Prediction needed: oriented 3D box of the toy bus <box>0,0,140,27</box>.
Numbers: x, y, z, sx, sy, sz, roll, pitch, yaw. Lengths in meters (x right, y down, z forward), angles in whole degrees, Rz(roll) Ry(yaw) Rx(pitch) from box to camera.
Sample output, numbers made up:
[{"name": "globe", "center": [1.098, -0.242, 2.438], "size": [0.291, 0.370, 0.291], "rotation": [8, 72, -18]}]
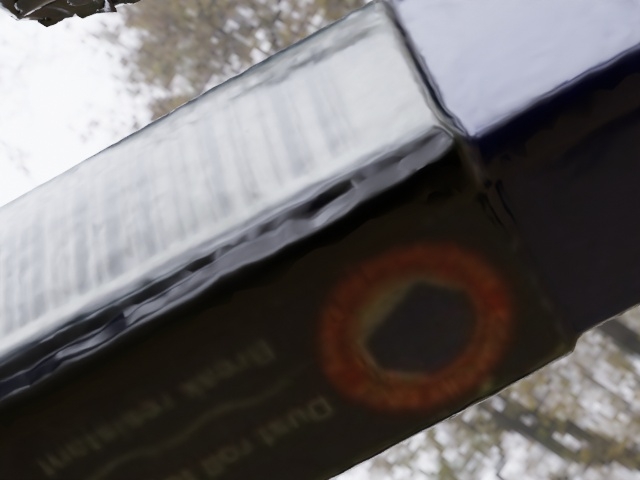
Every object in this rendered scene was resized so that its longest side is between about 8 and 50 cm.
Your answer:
[{"name": "toy bus", "center": [-0.140, -0.282, 0.950], "size": [0.138, 0.112, 0.317], "rotation": [49, -140, -54]}]

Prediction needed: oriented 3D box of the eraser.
[{"name": "eraser", "center": [0.000, 0.000, 0.594], "size": [0.332, 0.155, 0.101], "rotation": [-28, -59, 6]}]
